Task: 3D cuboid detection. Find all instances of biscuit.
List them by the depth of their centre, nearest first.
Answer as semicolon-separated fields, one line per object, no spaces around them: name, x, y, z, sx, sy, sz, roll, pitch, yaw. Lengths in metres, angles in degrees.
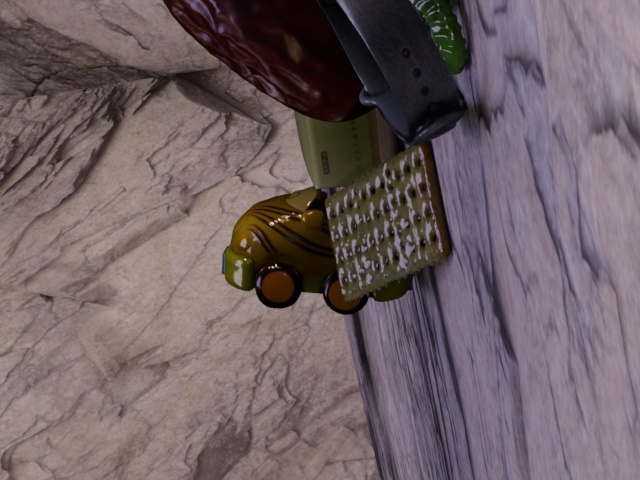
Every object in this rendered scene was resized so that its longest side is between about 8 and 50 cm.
biscuit;0.071;-0.015;1.397;0.231;0.016;0.139;-28;69;58

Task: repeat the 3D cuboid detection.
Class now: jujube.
jujube;-0.042;-0.271;1.308;0.318;0.223;0.223;47;169;11

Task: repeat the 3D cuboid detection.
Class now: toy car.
toy car;0.000;0.000;1.584;0.200;0.248;0.142;-88;2;-77

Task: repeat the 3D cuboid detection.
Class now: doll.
doll;0.088;-0.221;1.082;0.115;0.050;0.190;71;-179;-47

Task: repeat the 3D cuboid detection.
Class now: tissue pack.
tissue pack;0.023;-0.203;1.561;0.159;0.125;0.234;-106;8;-64

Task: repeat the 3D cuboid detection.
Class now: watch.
watch;0.054;-0.169;1.074;0.193;0.068;0.206;61;180;3
